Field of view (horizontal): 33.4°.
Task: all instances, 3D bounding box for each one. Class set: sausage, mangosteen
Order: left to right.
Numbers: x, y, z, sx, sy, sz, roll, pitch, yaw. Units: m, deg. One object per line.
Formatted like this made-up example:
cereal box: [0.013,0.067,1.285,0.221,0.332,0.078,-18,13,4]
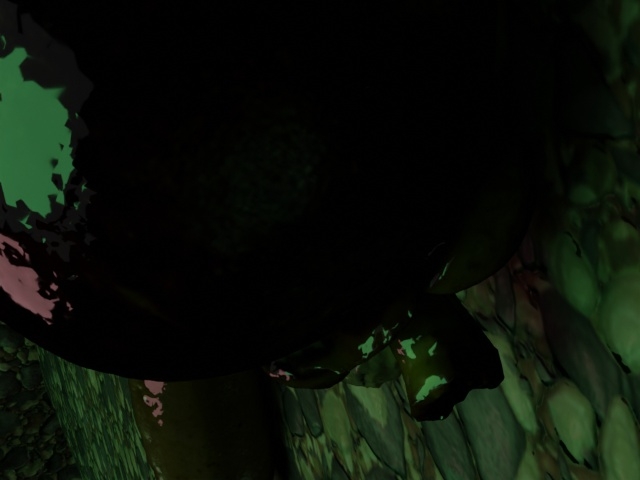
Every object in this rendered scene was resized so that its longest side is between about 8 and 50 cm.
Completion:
sausage: [-0.117,0.064,0.963,0.136,0.123,0.501,21,128,30]
mangosteen: [-0.038,-0.070,0.498,0.297,0.293,0.297,-171,90,-81]

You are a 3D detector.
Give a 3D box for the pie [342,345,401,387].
pie: [-0.003,0.001,0.736,0.218,0.052,0.185,-146,42,-63]
